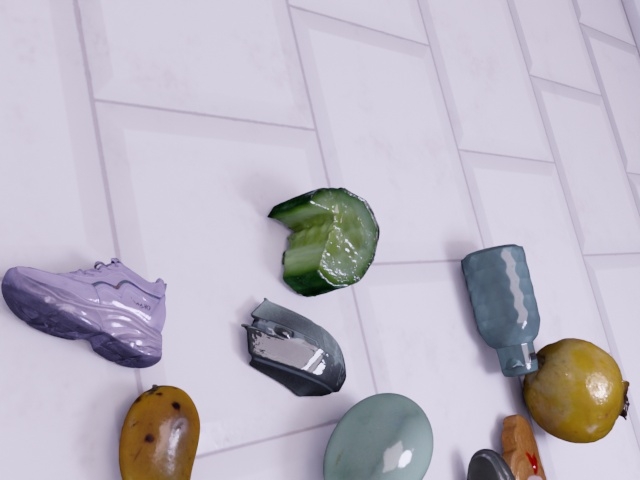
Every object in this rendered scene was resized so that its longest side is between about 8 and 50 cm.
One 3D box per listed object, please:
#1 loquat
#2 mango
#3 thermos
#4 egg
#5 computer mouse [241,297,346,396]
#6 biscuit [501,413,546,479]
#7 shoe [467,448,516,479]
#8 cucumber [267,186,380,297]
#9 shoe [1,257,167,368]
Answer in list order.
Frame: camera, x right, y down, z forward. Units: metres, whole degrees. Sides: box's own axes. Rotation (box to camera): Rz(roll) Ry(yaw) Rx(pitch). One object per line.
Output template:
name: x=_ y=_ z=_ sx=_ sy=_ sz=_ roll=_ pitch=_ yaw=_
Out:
loquat: x=0.583 y=0.343 z=1.741 sx=0.244 sy=0.244 sz=0.244 roll=20 pitch=59 yaw=-38
mango: x=-0.224 y=0.289 z=1.061 sx=0.115 sy=0.090 sz=0.178 roll=29 pitch=62 yaw=-43
thermos: x=0.421 y=0.161 z=1.730 sx=0.182 sy=0.145 sz=0.287 roll=5 pitch=71 yaw=-59
egg: x=0.097 y=0.357 z=1.290 sx=0.168 sy=0.168 sz=0.231 roll=57 pitch=46 yaw=-11
computer mouse: x=-0.034 y=0.184 z=1.306 sx=0.231 sy=0.071 sz=0.126 roll=37 pitch=50 yaw=-27
biscuit: x=0.438 y=0.534 z=1.619 sx=0.202 sy=0.047 sz=0.334 roll=36 pitch=44 yaw=-44
shoe: x=0.310 y=0.552 z=1.459 sx=0.149 sy=0.109 sz=0.293 roll=8 pitch=72 yaw=-49
cucumber: x=0.008 y=0.004 z=1.398 sx=0.191 sy=0.130 sz=0.191 roll=12 pitch=70 yaw=-37
shoe: x=-0.313 y=0.075 z=1.064 sx=0.245 sy=0.095 sz=0.138 roll=34 pitch=48 yaw=-35
